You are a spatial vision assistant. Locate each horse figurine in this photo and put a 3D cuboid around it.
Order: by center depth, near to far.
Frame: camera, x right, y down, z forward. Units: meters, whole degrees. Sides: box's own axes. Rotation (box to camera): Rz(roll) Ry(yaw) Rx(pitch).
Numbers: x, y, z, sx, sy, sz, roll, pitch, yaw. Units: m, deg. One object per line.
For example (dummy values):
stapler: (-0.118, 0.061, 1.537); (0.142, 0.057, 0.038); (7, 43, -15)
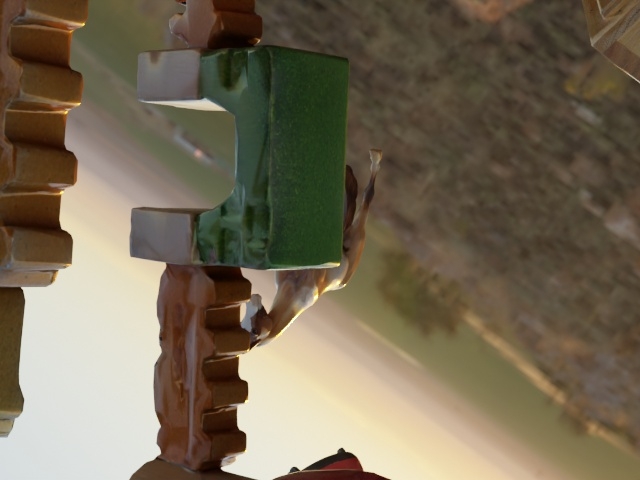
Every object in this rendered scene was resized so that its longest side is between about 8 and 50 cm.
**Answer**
horse figurine: (0.000, 0.000, 1.445); (0.066, 0.174, 0.263); (18, -158, 13)

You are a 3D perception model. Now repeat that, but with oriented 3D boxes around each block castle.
block castle: (-0.083, -0.041, 0.606); (0.303, 0.453, 0.213); (1, -178, -44)

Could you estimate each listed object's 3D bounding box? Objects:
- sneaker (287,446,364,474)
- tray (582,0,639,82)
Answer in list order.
sneaker: (0.012, 0.333, 1.507); (0.135, 0.098, 0.276); (59, 158, 27)
tray: (0.266, -0.302, 1.054); (0.076, 0.203, 0.411); (30, -146, -22)
